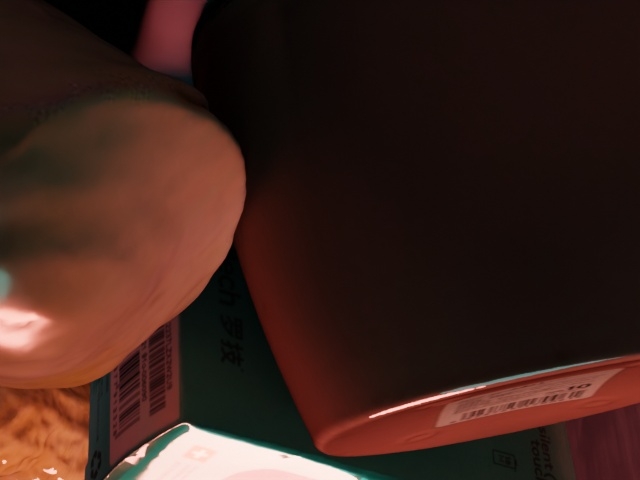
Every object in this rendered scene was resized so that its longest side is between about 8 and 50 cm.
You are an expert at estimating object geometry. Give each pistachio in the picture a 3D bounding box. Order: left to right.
[{"bbox_3d":[-0.132,-0.024,0.631,0.197,0.166,0.288,-20,170,4],"label":"pistachio"}]

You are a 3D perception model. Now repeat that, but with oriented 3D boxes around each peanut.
[{"bbox_3d":[-0.275,0.179,1.313,0.143,0.159,0.291,-44,162,1],"label":"peanut"}]

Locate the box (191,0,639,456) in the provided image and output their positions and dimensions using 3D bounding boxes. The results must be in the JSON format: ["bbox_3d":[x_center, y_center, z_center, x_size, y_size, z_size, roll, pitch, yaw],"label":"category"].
[{"bbox_3d":[0.084,-0.013,0.743,0.301,0.216,0.301,-11,168,-2],"label":"box"}]

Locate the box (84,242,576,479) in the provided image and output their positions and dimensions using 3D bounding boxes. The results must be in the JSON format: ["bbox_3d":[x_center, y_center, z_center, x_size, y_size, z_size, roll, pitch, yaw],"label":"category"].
[{"bbox_3d":[0.011,0.088,0.906,0.311,0.205,0.118,20,139,-30],"label":"box"}]
